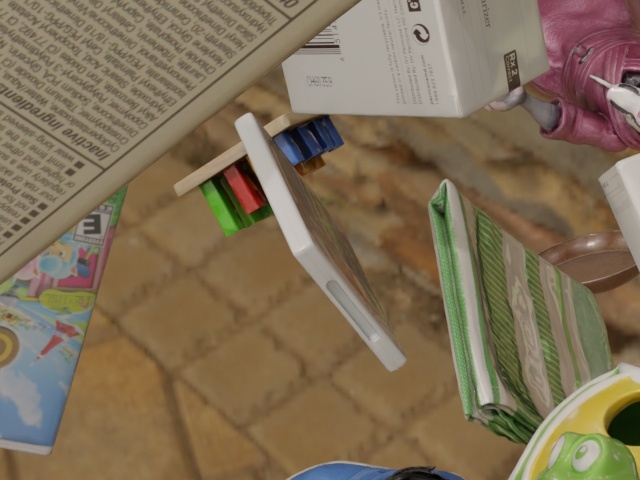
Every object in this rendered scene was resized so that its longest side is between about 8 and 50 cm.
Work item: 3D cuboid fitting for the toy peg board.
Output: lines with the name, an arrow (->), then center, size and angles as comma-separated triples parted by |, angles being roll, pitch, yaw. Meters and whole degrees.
toy peg board -> -0.046, -0.077, 1.811 | 0.160, 0.079, 0.161 | -30, -1, 28

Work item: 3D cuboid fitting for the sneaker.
sneaker -> 0.037, 0.190, 1.207 | 0.152, 0.084, 0.058 | 1, 85, 5

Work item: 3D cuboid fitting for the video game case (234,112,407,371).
video game case -> 0.000, 0.000, 1.413 | 0.022, 0.173, 0.190 | -33, 41, 6

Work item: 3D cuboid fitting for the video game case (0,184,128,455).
video game case -> -0.239, 0.024, 0.985 | 0.212, 0.193, 0.023 | 13, 20, -16

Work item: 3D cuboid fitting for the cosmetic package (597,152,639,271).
cosmetic package -> 0.335, -0.051, 1.232 | 0.239, 0.060, 0.099 | -22, 81, -9

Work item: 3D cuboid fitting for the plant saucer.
plant saucer -> 0.330, 0.032, 2.048 | 0.168, 0.029, 0.168 | -17, 17, 5

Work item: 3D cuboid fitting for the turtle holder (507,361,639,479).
turtle holder -> 0.236, 0.210, 1.276 | 0.320, 0.228, 0.243 | 15, 1, -31

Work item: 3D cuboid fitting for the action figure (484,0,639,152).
action figure -> 0.297, -0.166, 1.766 | 0.248, 0.276, 0.370 | -36, 35, 4

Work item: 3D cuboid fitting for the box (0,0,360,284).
box -> -0.141, -0.071, 0.565 | 0.311, 0.148, 0.121 | -35, 41, 23

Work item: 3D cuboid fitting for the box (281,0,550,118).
box -> 0.058, -0.196, 1.280 | 0.181, 0.181, 0.119 | 5, 26, 44

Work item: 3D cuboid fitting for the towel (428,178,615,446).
towel -> 0.208, 0.100, 1.583 | 0.038, 0.325, 0.248 | -25, 56, 26
